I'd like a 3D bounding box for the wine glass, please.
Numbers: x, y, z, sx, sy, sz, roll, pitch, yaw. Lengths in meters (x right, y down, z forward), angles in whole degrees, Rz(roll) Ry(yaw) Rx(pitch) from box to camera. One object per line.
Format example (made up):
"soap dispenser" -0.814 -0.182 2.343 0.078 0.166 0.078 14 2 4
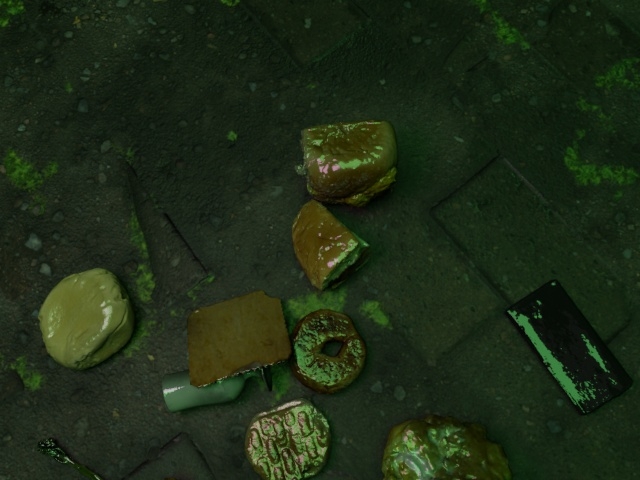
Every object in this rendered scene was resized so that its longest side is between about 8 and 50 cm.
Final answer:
"wine glass" -0.230 0.314 1.399 0.230 0.103 0.103 -15 72 3

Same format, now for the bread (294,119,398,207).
"bread" 0.059 -0.168 1.471 0.246 0.196 0.176 -3 66 6

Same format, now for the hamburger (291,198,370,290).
"hamburger" 0.000 0.000 1.457 0.155 0.135 0.208 -36 71 -8

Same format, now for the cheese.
"cheese" -0.551 0.179 1.465 0.226 0.117 0.214 -38 68 -2

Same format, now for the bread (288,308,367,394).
"bread" 0.012 0.251 1.419 0.193 0.064 0.194 0 71 -1

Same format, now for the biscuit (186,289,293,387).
"biscuit" -0.189 0.211 1.412 0.231 0.013 0.237 -17 41 0

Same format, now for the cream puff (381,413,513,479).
"cream puff" 0.246 0.488 1.259 0.281 0.185 0.282 6 46 -6

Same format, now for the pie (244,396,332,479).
"pie" -0.069 0.445 1.373 0.194 0.046 0.195 -2 71 5

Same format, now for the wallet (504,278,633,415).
"wallet" 0.551 0.234 1.390 0.146 0.030 0.285 -30 72 -8

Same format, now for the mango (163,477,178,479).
"mango" -0.360 0.613 1.297 0.151 0.156 0.249 18 71 48

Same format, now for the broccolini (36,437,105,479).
"broccolini" -0.546 0.511 1.406 0.218 0.044 0.042 32 63 8
